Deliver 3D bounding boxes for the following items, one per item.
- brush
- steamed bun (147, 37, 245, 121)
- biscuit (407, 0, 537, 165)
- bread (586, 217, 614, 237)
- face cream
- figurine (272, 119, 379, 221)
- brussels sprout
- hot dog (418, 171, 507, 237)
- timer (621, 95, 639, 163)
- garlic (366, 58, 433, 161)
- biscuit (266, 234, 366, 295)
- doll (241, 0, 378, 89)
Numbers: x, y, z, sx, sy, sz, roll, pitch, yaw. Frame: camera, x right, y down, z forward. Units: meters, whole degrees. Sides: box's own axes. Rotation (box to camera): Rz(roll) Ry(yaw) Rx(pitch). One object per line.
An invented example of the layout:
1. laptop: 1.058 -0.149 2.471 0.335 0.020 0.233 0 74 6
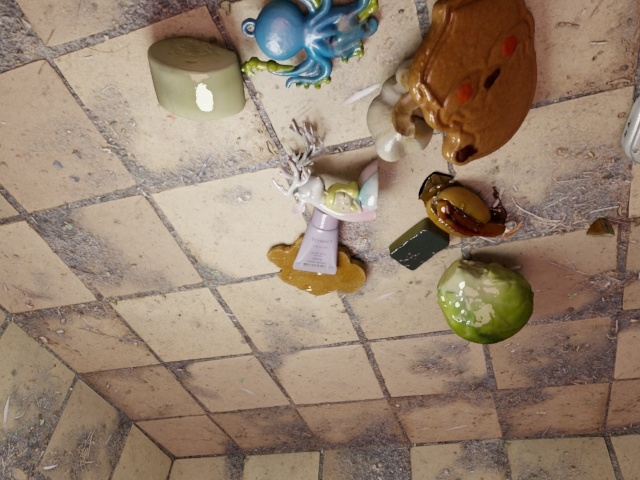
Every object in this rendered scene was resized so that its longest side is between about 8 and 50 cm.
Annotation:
1. brush: 0.338 0.018 1.822 0.123 0.059 0.197 31 130 -20
2. steamed bun: -0.331 -0.411 1.394 0.250 0.154 0.199 15 138 11
3. biscuit: 0.388 -0.400 1.283 0.349 0.078 0.455 -47 132 -3
4. bread: 0.904 -0.041 1.707 0.043 0.062 0.109 15 177 -5
5. face cream: 0.000 0.000 1.792 0.154 0.096 0.273 6 125 -8
6. figurine: 0.018 -0.195 1.577 0.316 0.206 0.284 0 141 -2
7. brussels sprout: 0.568 0.204 1.857 0.345 0.268 0.343 2 112 4
8. hot dog: 0.464 -0.084 1.674 0.327 0.107 0.194 16 134 -10
9. timer: 0.960 -0.305 1.409 0.262 0.087 0.236 0 134 6
10. garlic: 0.225 -0.345 1.399 0.185 0.203 0.280 21 104 27
11. biscuit: -0.015 0.096 1.945 0.377 0.051 0.269 18 131 -10
12. doll: -0.027 -0.534 1.309 0.342 0.098 0.345 -2 142 -8
